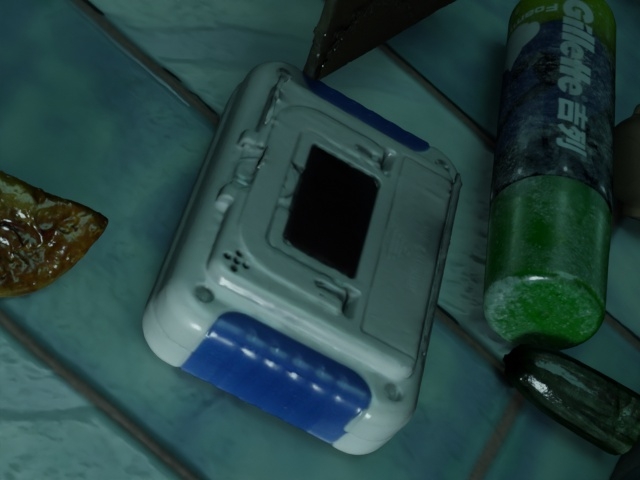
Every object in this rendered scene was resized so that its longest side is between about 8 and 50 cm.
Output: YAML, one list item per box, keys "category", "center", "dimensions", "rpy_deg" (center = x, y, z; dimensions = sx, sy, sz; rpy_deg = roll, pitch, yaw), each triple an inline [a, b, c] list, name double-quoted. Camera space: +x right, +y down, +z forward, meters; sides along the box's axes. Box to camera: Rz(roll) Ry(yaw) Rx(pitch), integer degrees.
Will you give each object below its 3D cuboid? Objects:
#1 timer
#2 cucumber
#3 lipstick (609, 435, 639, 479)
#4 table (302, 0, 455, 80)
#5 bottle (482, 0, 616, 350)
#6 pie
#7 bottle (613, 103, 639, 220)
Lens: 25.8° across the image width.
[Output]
- category: "timer"
  center: [0.000, 0.000, 0.912]
  dimensions: [0.178, 0.078, 0.253]
  rpy_deg: [29, 46, -14]
- category: "cucumber"
  center: [0.176, 0.105, 0.978]
  dimensions: [0.105, 0.048, 0.048]
  rpy_deg: [32, 45, -10]
- category: "lipstick"
  center: [0.283, 0.125, 1.025]
  dimensions: [0.068, 0.066, 0.317]
  rpy_deg: [41, 43, 0]
- category: "table"
  center: [0.006, -0.297, 1.018]
  dimensions: [0.250, 0.196, 0.282]
  rpy_deg: [37, 41, 17]
- category: "bottle"
  center: [0.181, -0.065, 1.081]
  dimensions: [0.093, 0.093, 0.330]
  rpy_deg: [27, 46, -16]
- category: "pie"
  center: [-0.224, -0.021, 0.801]
  dimensions: [0.191, 0.033, 0.088]
  rpy_deg: [30, 60, -15]
- category: "bottle"
  center: [0.328, -0.061, 1.188]
  dimensions: [0.209, 0.097, 0.110]
  rpy_deg: [-3, 103, -36]
